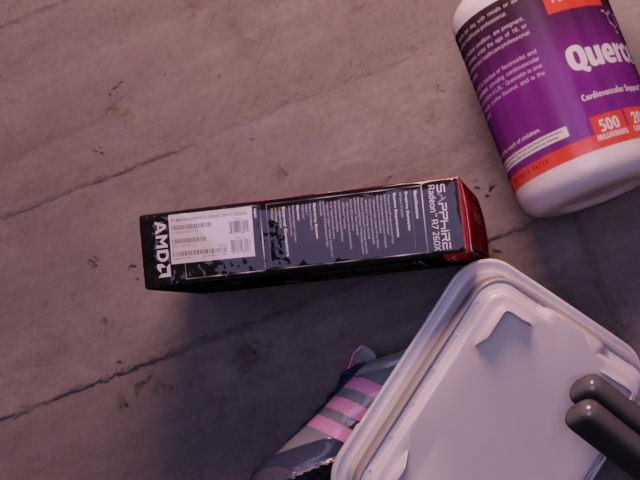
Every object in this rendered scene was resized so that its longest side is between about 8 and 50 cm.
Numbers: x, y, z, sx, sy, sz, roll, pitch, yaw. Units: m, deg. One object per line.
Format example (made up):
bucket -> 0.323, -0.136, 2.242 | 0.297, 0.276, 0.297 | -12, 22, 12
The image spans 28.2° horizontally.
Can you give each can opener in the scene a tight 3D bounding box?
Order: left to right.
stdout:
can opener -> 0.391, 0.239, 1.400 | 0.280, 0.074, 0.093 | 34, 132, -12

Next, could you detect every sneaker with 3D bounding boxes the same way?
sneaker -> 0.044, 0.204, 1.530 | 0.319, 0.112, 0.131 | -28, 63, 2

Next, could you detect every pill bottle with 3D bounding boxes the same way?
pill bottle -> 0.267, -0.200, 1.483 | 0.181, 0.181, 0.323 | -21, 80, 9

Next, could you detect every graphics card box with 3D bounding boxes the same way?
graphics card box -> 0.000, 0.000, 1.489 | 0.371, 0.233, 0.094 | -8, 85, 12

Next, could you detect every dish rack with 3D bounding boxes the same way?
dish rack -> 0.203, 0.218, 1.433 | 0.285, 0.072, 0.333 | 33, 89, -17
